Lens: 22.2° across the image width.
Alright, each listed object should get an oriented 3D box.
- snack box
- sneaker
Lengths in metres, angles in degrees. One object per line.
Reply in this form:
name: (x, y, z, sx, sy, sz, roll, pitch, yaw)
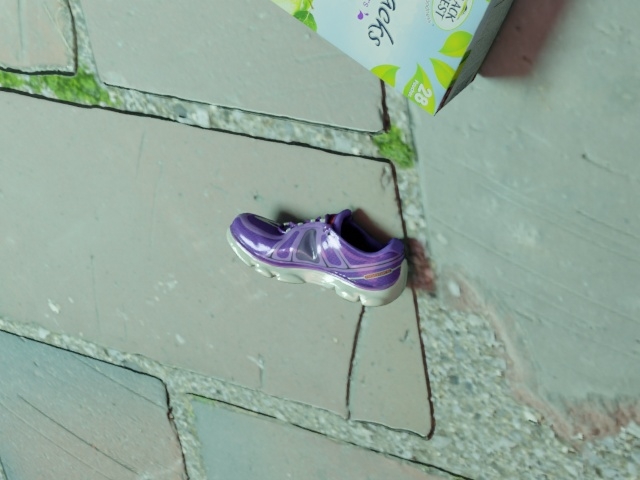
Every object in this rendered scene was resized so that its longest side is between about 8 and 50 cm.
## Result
snack box: (0.064, -0.220, 1.175, 0.174, 0.070, 0.207, 37, 139, 11)
sneaker: (0.000, 0.000, 1.422, 0.170, 0.068, 0.071, 15, 115, 20)
